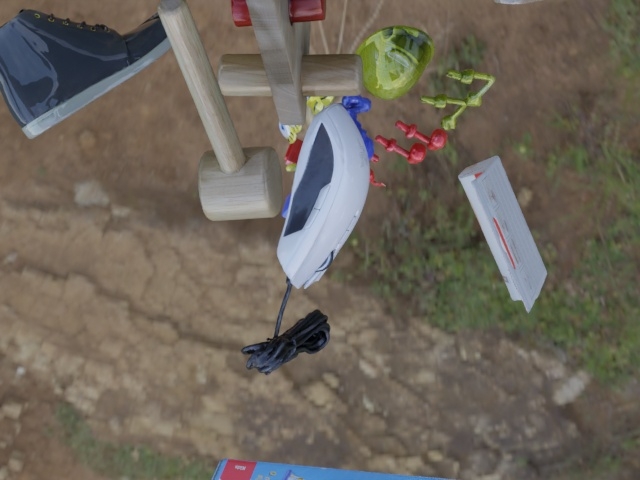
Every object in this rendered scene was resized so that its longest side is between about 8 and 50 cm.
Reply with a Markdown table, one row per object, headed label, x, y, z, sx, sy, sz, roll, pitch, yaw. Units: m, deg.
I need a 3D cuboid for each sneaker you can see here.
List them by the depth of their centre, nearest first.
| label | x | y | z | sx | sy | sz | roll | pitch | yaw |
| --- | --- | --- | --- | --- | --- | --- | --- | --- | --- |
| sneaker | -0.247 | -0.212 | 1.466 | 0.083 | 0.222 | 0.118 | -12 | 113 | 58 |

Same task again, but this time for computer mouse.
| label | x | y | z | sx | sy | sz | roll | pitch | yaw |
| --- | --- | --- | --- | --- | --- | --- | --- | --- | --- |
| computer mouse | 0.000 | 0.000 | 0.986 | 0.042 | 0.106 | 0.193 | 17 | 97 | 22 |

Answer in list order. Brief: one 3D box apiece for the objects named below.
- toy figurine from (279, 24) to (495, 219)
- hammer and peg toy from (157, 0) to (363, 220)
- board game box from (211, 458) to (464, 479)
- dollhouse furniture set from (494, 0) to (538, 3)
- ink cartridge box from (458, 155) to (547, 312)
| label | x | y | z | sx | sy | sz | roll | pitch | yaw |
| --- | --- | --- | --- | --- | --- | --- | --- | --- | --- |
| toy figurine | 0.050 | -0.092 | 1.803 | 0.191 | 0.217 | 0.362 | 29 | 149 | -15 |
| hammer and peg toy | -0.031 | -0.211 | 1.115 | 0.127 | 0.361 | 0.266 | 0 | 157 | 6 |
| board game box | 0.074 | 0.341 | 1.326 | 0.308 | 0.086 | 0.302 | 0 | 136 | 26 |
| dollhouse furniture set | 0.149 | -0.397 | 1.667 | 0.242 | 0.161 | 0.212 | 12 | 110 | 32 |
| ink cartridge box | 0.182 | -0.003 | 1.439 | 0.045 | 0.179 | 0.145 | -22 | 95 | 20 |
